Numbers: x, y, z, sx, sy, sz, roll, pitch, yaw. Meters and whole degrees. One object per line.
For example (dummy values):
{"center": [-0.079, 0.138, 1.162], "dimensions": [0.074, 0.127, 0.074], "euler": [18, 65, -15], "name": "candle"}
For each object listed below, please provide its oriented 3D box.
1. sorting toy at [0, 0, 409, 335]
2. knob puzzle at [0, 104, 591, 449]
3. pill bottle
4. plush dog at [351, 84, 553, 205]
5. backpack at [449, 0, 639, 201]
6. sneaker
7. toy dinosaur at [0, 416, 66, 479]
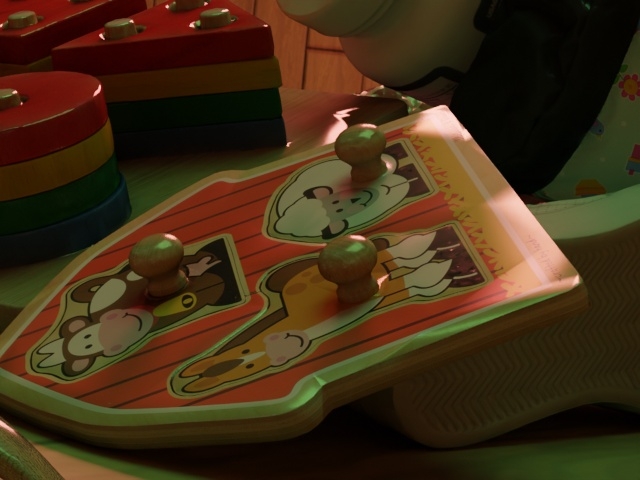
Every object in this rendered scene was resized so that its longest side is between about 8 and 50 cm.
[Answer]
{"center": [-0.134, -0.057, 0.839], "dimensions": [0.255, 0.089, 0.257], "euler": [10, 29, 39], "name": "sorting toy"}
{"center": [-0.028, 0.008, 0.586], "dimensions": [0.213, 0.030, 0.213], "euler": [-15, 26, 8], "name": "knob puzzle"}
{"center": [0.071, -0.121, 0.881], "dimensions": [0.180, 0.108, 0.108], "euler": [19, -4, -35], "name": "pill bottle"}
{"center": [0.140, -0.011, 1.005], "dimensions": [0.262, 0.210, 0.225], "euler": [-18, 15, 11], "name": "plush dog"}
{"center": [0.166, -0.062, 0.817], "dimensions": [0.182, 0.152, 0.115], "euler": [16, 26, -24], "name": "backpack"}
{"center": [0.071, 0.014, 0.732], "dimensions": [0.292, 0.108, 0.169], "euler": [1, 10, -45], "name": "sneaker"}
{"center": [-0.169, 0.033, 0.430], "dimensions": [0.268, 0.064, 0.118], "euler": [14, 1, 36], "name": "toy dinosaur"}
